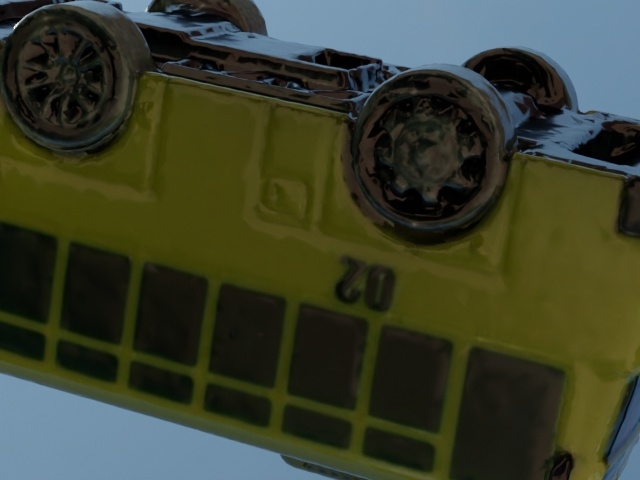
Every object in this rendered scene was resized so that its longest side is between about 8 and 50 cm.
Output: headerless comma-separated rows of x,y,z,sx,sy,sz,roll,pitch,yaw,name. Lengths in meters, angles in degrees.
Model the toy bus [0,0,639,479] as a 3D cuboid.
0.000,0.000,0.577,0.262,0.150,0.128,14,-164,18,toy bus
